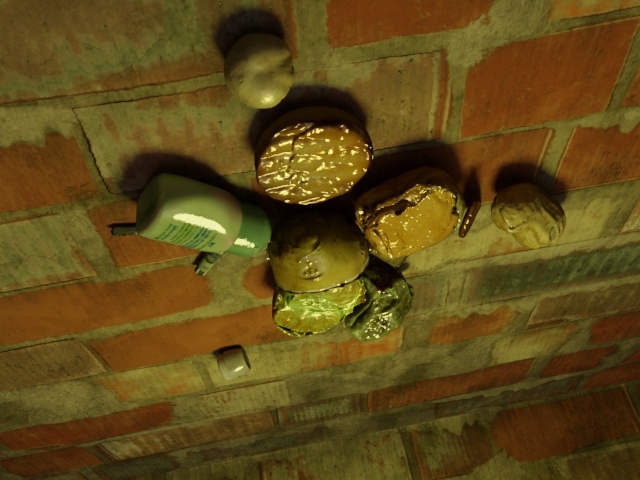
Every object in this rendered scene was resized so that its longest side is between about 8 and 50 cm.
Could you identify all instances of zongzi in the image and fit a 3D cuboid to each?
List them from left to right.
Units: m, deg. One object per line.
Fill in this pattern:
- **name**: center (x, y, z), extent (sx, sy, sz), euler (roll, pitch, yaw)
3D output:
- **zongzi**: center (0.236, -0.006, 1.994), extent (0.176, 0.078, 0.160), euler (-43, 136, 23)

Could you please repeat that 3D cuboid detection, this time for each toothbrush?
- **toothbrush**: center (-0.422, -0.034, 1.782), extent (0.297, 0.030, 0.030), euler (-4, 155, -13)

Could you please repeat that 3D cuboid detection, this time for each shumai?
- **shumai**: center (0.160, 0.184, 2.118), extent (0.260, 0.225, 0.222), euler (-43, 131, 4)

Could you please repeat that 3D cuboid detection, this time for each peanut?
- **peanut**: center (0.612, -0.078, 1.928), extent (0.340, 0.158, 0.174), euler (29, 90, -40)

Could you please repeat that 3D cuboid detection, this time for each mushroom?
- **mushroom**: center (-0.124, -0.351, 1.345), extent (0.154, 0.122, 0.154), euler (1, 105, 2)

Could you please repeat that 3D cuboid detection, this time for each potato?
- **potato**: center (0.000, 0.000, 1.792), extent (0.299, 0.246, 0.196), euler (-26, 127, -25)

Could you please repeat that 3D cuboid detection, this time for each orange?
- **orange**: center (-0.021, 0.160, 2.042), extent (0.262, 0.196, 0.334), euler (-11, 153, -27)

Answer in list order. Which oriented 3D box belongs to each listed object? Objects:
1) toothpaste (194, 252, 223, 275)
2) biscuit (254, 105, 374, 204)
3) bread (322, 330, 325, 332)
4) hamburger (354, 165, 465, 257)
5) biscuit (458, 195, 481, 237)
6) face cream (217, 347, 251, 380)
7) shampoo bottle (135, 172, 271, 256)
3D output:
- **toothpaste**: center (-0.302, 0.025, 1.899), extent (0.062, 0.039, 0.239), euler (19, 133, -28)
- **biscuit**: center (-0.020, -0.210, 1.590), extent (0.296, 0.102, 0.296), euler (-10, 143, -7)
- **bread**: center (-0.034, 0.313, 2.406), extent (0.153, 0.028, 0.068), euler (15, 135, -37)
- **hamburger**: center (0.249, -0.084, 1.790), extent (0.318, 0.158, 0.318), euler (-16, 149, -10)
- **biscuit**: center (0.431, -0.067, 1.883), extent (0.126, 0.025, 0.206), euler (-66, 165, 6)
- **face cream**: center (-0.328, 0.468, 2.461), extent (0.104, 0.117, 0.117), euler (-24, 145, 1)
- **shampoo bottle**: center (-0.287, -0.053, 1.688), extent (0.349, 0.151, 0.222), euler (16, 142, -34)
